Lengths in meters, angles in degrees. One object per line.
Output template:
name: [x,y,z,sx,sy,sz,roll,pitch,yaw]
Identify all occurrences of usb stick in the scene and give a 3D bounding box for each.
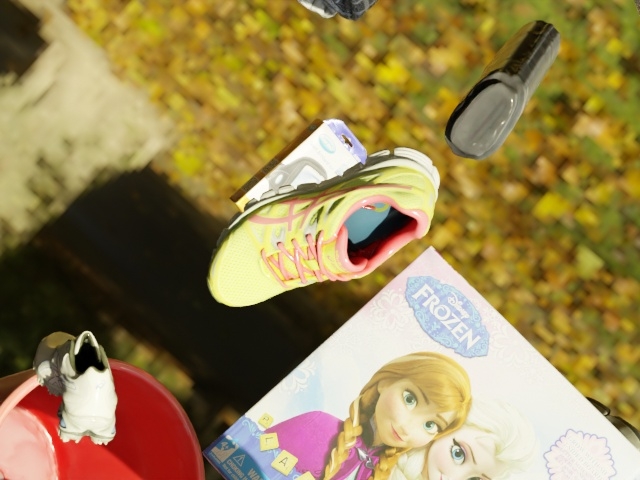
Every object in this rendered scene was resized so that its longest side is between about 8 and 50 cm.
usb stick: [0.146,-0.121,1.492,0.045,0.077,0.278,40,-161,0]

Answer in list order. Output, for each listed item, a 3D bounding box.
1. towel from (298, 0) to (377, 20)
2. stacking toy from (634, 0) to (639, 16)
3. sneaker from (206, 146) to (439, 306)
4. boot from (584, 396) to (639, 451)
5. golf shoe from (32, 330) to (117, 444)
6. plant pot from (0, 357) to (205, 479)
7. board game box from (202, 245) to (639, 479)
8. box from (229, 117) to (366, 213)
towel: [0.000,-0.365,1.663,0.283,0.235,0.121,44,165,-30]
stacking toy: [0.553,-0.235,2.027,0.350,0.351,0.480,36,180,31]
sneaker: [0.000,0.000,1.520,0.081,0.208,0.094,54,-166,-28]
boot: [0.315,0.269,2.201,0.246,0.161,0.083,47,161,55]
golf shoe: [-0.223,0.117,1.793,0.069,0.086,0.176,3,-156,-24]
plant pot: [-0.298,0.255,1.994,0.275,0.275,0.243,46,151,-27]
board game box: [0.103,0.222,1.894,0.318,0.318,0.066,45,172,21]
box: [-0.014,-0.057,1.889,0.081,0.136,0.028,49,177,-24]
